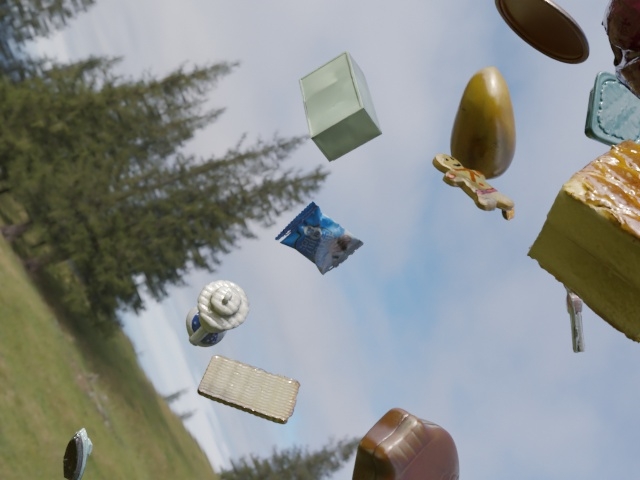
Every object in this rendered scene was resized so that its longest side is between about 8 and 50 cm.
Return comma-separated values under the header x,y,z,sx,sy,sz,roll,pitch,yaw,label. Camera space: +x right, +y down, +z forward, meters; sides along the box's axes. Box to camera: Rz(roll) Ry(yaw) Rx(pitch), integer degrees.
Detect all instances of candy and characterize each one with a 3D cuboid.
x,y,z,sx,sy,sz,roll,pitch,yaw,label
-0.001,0.000,1.477,0.136,0.088,0.038,39,9,-38,candy

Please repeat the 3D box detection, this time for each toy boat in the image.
x,y,z,sx,sy,sz,roll,pitch,yaw,label
-0.598,0.530,2.268,0.059,0.066,0.140,19,-74,26,toy boat

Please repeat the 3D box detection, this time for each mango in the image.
x,y,z,sx,sy,sz,roll,pitch,yaw,label
0.437,-0.303,2.436,0.211,0.172,0.317,-90,178,-57,mango

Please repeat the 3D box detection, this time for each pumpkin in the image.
x,y,z,sx,sy,sz,roll,pitch,yaw,label
0.507,-0.082,2.488,0.083,0.028,0.050,-25,112,-64,pumpkin

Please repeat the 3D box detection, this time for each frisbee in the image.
x,y,z,sx,sy,sz,roll,pitch,yaw,label
0.491,-0.478,2.025,0.250,0.021,0.251,37,-5,3,frisbee

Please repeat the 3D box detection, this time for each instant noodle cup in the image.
x,y,z,sx,sy,sz,roll,pitch,yaw,label
0.698,-0.299,2.172,0.070,0.157,0.179,153,-48,-68,instant noodle cup

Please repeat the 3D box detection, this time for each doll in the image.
x,y,z,sx,sy,sz,roll,pitch,yaw,label
-0.240,0.175,2.083,0.119,0.138,0.293,45,-30,4,doll

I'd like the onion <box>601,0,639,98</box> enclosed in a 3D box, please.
x,y,z,sx,sy,sz,roll,pitch,yaw,label
0.751,-0.398,1.710,0.420,0.398,0.399,-79,151,-72,onion

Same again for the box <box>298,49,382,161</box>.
x,y,z,sx,sy,sz,roll,pitch,yaw,label
0.040,-0.290,1.960,0.086,0.129,0.225,48,21,-40,box

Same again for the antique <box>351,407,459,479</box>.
x,y,z,sx,sy,sz,roll,pitch,yaw,label
0.150,0.423,1.609,0.129,0.223,0.278,15,-39,49,antique

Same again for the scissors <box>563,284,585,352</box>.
x,y,z,sx,sy,sz,roll,pitch,yaw,label
0.596,0.145,2.151,0.118,0.030,0.242,88,0,-73,scissors

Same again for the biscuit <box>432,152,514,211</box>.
x,y,z,sx,sy,sz,roll,pitch,yaw,label
0.371,-0.149,2.290,0.234,0.153,0.030,46,-58,32,biscuit

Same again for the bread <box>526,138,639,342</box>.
x,y,z,sx,sy,sz,roll,pitch,yaw,label
0.566,-0.011,1.642,0.279,0.279,0.207,44,-40,26,bread

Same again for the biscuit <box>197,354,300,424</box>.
x,y,z,sx,sy,sz,roll,pitch,yaw,label
-0.185,0.391,2.397,0.172,0.254,0.029,-70,179,-61,biscuit
